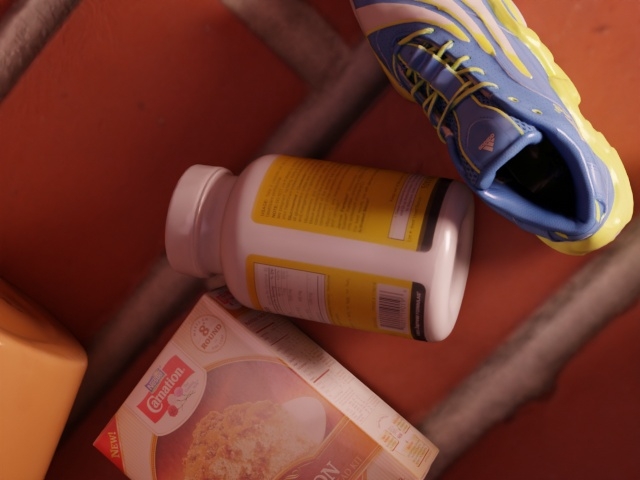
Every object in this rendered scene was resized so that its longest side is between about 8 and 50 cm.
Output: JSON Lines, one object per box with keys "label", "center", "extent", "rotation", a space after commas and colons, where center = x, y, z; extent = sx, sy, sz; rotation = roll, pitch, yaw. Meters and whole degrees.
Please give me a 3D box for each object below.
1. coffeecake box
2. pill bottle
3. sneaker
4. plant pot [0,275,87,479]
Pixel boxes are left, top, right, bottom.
{"label": "coffeecake box", "center": [-0.038, 0.142, 0.676], "extent": [0.185, 0.068, 0.142], "rotation": [40, 106, 9]}
{"label": "pill bottle", "center": [0.000, 0.000, 0.631], "extent": [0.184, 0.103, 0.103], "rotation": [10, 99, 15]}
{"label": "sneaker", "center": [0.097, -0.092, 0.580], "extent": [0.091, 0.126, 0.240], "rotation": [-44, 84, 16]}
{"label": "plant pot", "center": [-0.295, 0.108, 0.653], "extent": [0.291, 0.291, 0.203], "rotation": [33, 88, 10]}
